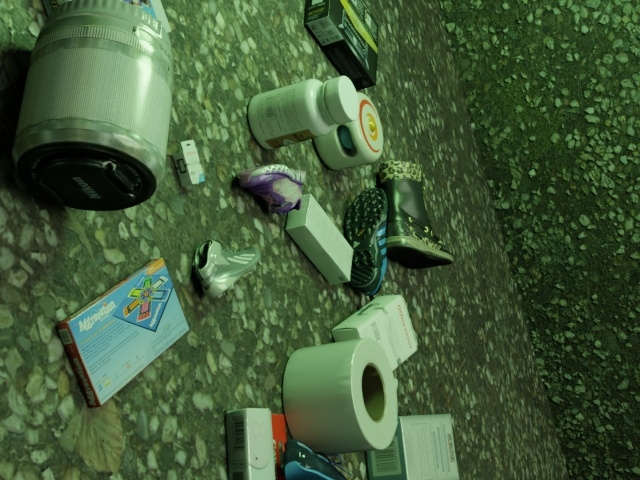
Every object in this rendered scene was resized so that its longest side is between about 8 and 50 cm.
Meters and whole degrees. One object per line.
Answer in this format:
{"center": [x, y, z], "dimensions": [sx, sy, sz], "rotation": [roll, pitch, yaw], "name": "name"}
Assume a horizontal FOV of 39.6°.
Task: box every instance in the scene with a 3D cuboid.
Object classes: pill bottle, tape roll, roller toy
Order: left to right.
{"center": [-0.036, -0.292, 2.002], "dimensions": [0.131, 0.229, 0.131], "rotation": [36, 48, -54], "name": "pill bottle"}
{"center": [0.046, 0.346, 1.957], "dimensions": [0.246, 0.169, 0.246], "rotation": [39, 45, -54], "name": "tape roll"}
{"center": [0.080, -0.286, 2.335], "dimensions": [0.209, 0.146, 0.191], "rotation": [32, 51, -57], "name": "roller toy"}

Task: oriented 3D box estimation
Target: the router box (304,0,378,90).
{"center": [0.066, -0.616, 2.530], "dimensions": [0.309, 0.081, 0.243], "rotation": [46, 40, -48], "name": "router box"}

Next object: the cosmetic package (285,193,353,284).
{"center": [0.000, 0.000, 2.142], "dimensions": [0.239, 0.060, 0.099], "rotation": [52, 37, -43], "name": "cosmetic package"}

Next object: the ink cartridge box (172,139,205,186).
{"center": [-0.257, -0.149, 1.716], "dimensions": [0.048, 0.028, 0.083], "rotation": [-26, 103, -64], "name": "ink cartridge box"}

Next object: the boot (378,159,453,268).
{"center": [0.286, -0.069, 2.690], "dimensions": [0.377, 0.138, 0.284], "rotation": [17, 64, -55], "name": "boot"}

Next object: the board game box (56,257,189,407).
{"center": [-0.317, 0.144, 1.464], "dimensions": [0.281, 0.027, 0.145], "rotation": [-42, 118, -61], "name": "board game box"}

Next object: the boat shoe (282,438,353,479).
{"center": [0.002, 0.483, 1.872], "dimensions": [0.258, 0.109, 0.089], "rotation": [59, 13, -52], "name": "boat shoe"}

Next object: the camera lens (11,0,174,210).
{"center": [-0.338, -0.198, 1.349], "dimensions": [0.219, 0.219, 0.274], "rotation": [40, 44, -52], "name": "camera lens"}

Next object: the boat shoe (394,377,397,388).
{"center": [0.184, 0.410, 2.377], "dimensions": [0.035, 0.035, 0.100], "rotation": [26, 56, -26], "name": "boat shoe"}

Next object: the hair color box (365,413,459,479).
{"center": [0.244, 0.556, 2.337], "dimensions": [0.374, 0.113, 0.186], "rotation": [18, 63, -60], "name": "hair color box"}

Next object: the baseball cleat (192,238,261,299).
{"center": [-0.181, 0.033, 1.744], "dimensions": [0.109, 0.072, 0.206], "rotation": [64, 24, -13], "name": "baseball cleat"}

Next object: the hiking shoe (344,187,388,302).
{"center": [0.125, 0.005, 2.371], "dimensions": [0.132, 0.113, 0.304], "rotation": [59, 38, -55], "name": "hiking shoe"}

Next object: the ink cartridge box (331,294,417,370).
{"center": [0.140, 0.249, 2.234], "dimensions": [0.218, 0.092, 0.159], "rotation": [-29, 106, -48], "name": "ink cartridge box"}

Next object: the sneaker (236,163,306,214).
{"center": [-0.100, -0.109, 1.958], "dimensions": [0.236, 0.095, 0.105], "rotation": [4, 83, -65], "name": "sneaker"}

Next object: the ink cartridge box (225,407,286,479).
{"center": [-0.101, 0.429, 1.752], "dimensions": [0.232, 0.066, 0.189], "rotation": [18, 63, -57], "name": "ink cartridge box"}

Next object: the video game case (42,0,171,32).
{"center": [-0.389, -0.457, 1.547], "dimensions": [0.269, 0.061, 0.244], "rotation": [-43, 117, -61], "name": "video game case"}
